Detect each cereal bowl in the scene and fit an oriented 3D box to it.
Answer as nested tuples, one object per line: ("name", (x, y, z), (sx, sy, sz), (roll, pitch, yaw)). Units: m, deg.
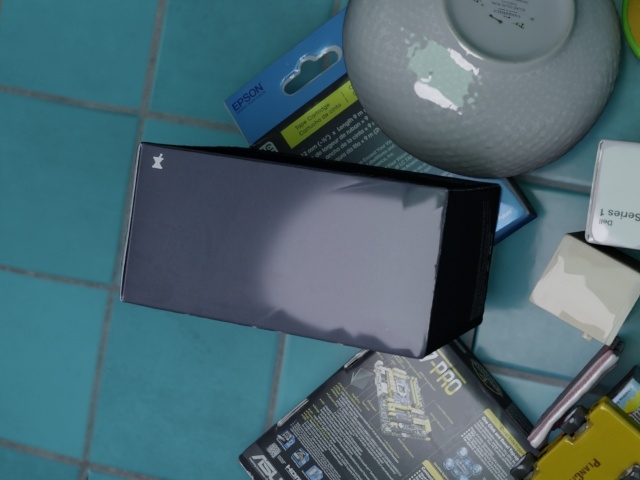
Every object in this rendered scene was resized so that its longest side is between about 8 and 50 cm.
("cereal bowl", (0.201, -0.251, 1.538), (0.339, 0.141, 0.339), (2, 75, -7))

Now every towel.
("towel", (0.311, 0.180, 1.554), (0.029, 0.197, 0.144), (41, 101, 11))

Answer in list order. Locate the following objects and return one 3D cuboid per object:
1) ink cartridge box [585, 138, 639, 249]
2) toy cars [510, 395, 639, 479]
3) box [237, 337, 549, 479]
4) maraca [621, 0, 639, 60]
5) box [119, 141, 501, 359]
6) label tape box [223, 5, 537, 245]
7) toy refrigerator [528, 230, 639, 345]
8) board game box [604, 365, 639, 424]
("ink cartridge box", (0.415, -0.042, 1.481), (0.201, 0.278, 0.117), (8, 93, 15))
("toy cars", (0.306, 0.338, 1.480), (0.176, 0.087, 0.393), (5, 114, 27))
("box", (0.136, 0.326, 1.658), (0.318, 0.097, 0.395), (-43, 80, 14))
("maraca", (0.422, -0.279, 1.571), (0.127, 0.099, 0.185), (-3, 72, -11))
("box", (0.000, 0.000, 1.464), (0.343, 0.312, 0.179), (9, 95, 17))
("label tape box", (0.075, -0.103, 1.661), (0.249, 0.115, 0.347), (-36, 80, 13))
("toy refrigerator", (0.317, 0.054, 1.513), (0.102, 0.269, 0.094), (30, 98, 12))
("board game box", (0.426, 0.301, 1.552), (0.275, 0.142, 0.144), (45, 101, 10))
